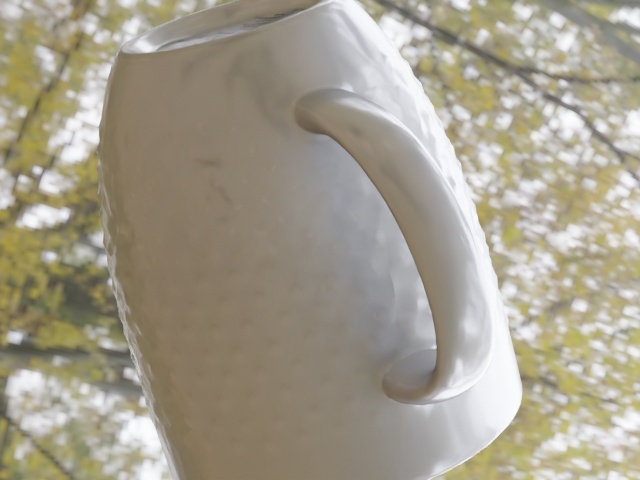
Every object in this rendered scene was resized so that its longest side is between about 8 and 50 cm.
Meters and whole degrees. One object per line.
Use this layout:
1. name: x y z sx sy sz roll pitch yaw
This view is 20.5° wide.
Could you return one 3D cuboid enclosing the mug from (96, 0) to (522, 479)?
1. mug: 0.000 0.000 1.253 0.374 0.276 0.328 15 -56 61
